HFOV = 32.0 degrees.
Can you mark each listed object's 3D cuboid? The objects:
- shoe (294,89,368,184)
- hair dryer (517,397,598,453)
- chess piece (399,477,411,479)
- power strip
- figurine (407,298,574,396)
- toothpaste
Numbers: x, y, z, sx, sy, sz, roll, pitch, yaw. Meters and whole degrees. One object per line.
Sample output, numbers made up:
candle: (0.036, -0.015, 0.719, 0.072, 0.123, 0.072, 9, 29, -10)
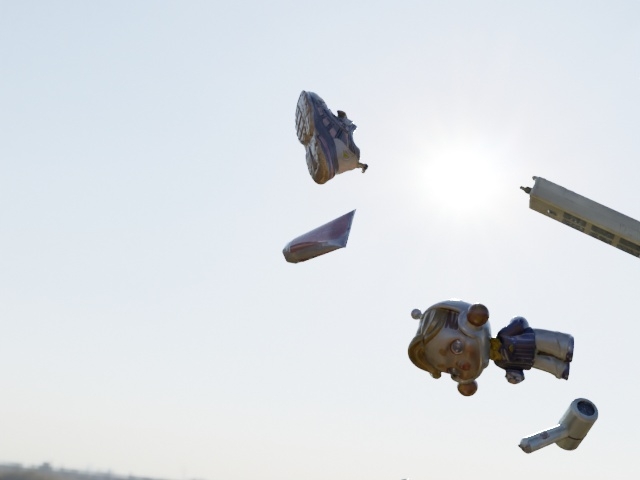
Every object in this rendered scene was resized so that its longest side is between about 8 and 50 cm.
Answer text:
shoe: (0.018, -0.178, 1.851, 0.092, 0.180, 0.089, -6, -32, -19)
hair dryer: (0.357, 0.293, 1.702, 0.137, 0.047, 0.082, -13, -39, -31)
chess piece: (0.110, 0.430, 1.776, 0.103, 0.067, 0.067, -24, -1, -26)
power strip: (0.514, -0.018, 1.932, 0.367, 0.043, 0.106, 26, -7, 15)
figurine: (0.290, 0.168, 1.895, 0.274, 0.133, 0.194, -11, -55, 20)
toothpaste: (0.000, 0.000, 1.772, 0.042, 0.067, 0.194, 26, -23, -22)
